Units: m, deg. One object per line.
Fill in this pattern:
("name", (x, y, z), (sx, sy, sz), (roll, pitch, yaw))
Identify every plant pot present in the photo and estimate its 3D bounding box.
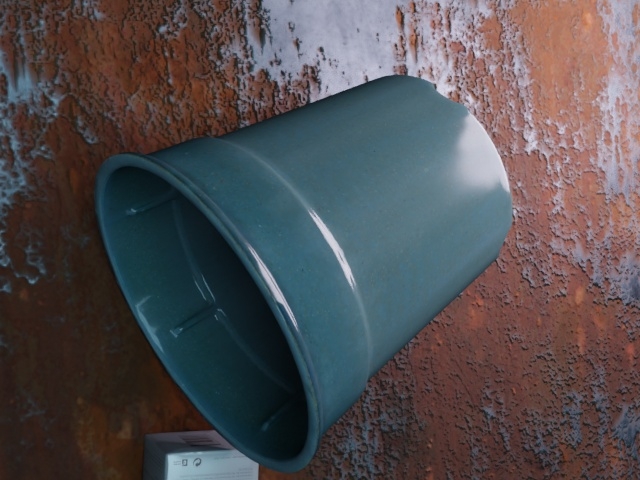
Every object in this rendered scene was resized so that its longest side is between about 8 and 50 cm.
("plant pot", (0.000, 0.000, 0.828), (0.334, 0.341, 0.341), (-33, 103, -31))

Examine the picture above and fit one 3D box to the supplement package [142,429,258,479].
("supplement package", (-0.136, 0.308, 0.862), (0.105, 0.105, 0.179), (4, 88, -26))
